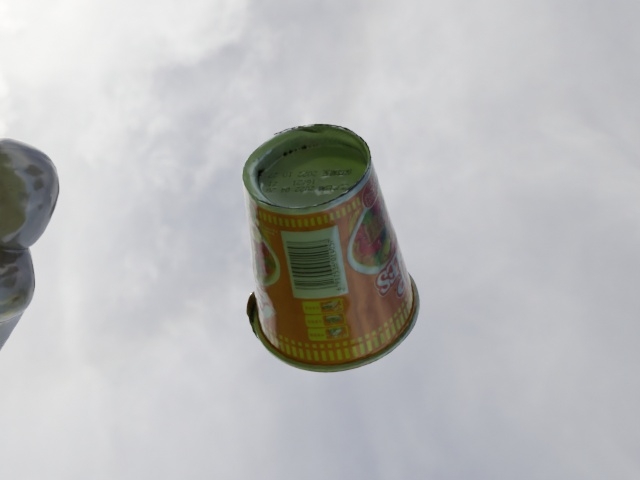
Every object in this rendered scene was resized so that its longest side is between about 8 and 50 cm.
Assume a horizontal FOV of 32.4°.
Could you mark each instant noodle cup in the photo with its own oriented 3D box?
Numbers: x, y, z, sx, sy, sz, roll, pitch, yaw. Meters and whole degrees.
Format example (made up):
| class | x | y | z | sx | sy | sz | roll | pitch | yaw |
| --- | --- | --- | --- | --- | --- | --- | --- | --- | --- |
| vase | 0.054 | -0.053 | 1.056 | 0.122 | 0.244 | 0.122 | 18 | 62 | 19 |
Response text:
| class | x | y | z | sx | sy | sz | roll | pitch | yaw |
| --- | --- | --- | --- | --- | --- | --- | --- | --- | --- |
| instant noodle cup | 0.000 | 0.000 | 1.006 | 0.168 | 0.168 | 0.185 | 24 | -37 | 33 |

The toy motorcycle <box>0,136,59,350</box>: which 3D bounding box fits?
| class | x | y | z | sx | sy | sz | roll | pitch | yaw |
| --- | --- | --- | --- | --- | --- | --- | --- | --- | --- |
| toy motorcycle | -0.222 | 0.028 | 0.497 | 0.340 | 0.223 | 0.108 | 91 | -27 | -44 |
